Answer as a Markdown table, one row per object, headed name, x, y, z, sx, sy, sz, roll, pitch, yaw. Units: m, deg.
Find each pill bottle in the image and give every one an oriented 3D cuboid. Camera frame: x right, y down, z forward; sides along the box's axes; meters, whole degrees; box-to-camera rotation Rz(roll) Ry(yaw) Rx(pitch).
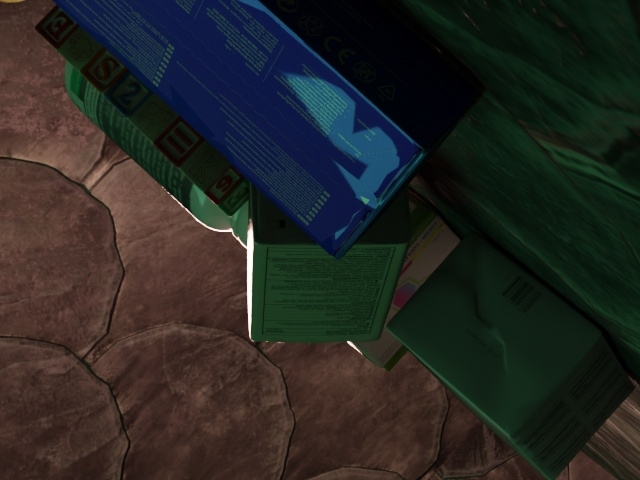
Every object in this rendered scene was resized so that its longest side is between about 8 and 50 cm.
| name | x | y | z | sx | sy | sz | roll | pitch | yaw |
| --- | --- | --- | --- | --- | --- | --- | --- | --- | --- |
| pill bottle | -0.129 | -0.141 | 1.643 | 0.361 | 0.204 | 0.204 | 42 | 178 | 21 |

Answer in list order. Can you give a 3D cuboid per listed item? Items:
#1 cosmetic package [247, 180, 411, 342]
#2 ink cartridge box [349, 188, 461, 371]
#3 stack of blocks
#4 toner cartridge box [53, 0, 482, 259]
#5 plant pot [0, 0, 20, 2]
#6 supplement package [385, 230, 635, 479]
| name | x | y | z | sx | sy | sz | roll | pitch | yaw |
| --- | --- | --- | --- | --- | --- | --- | --- | --- | --- |
| cosmetic package | 0.000 | 0.000 | 1.367 | 0.296 | 0.153 | 0.129 | 102 | 166 | -67 |
| ink cartridge box | 0.110 | 0.069 | 1.687 | 0.097 | 0.189 | 0.255 | 38 | 177 | 44 |
| stack of blocks | -0.147 | -0.189 | 1.444 | 0.297 | 0.171 | 0.087 | 43 | 178 | 23 |
| toner cartridge box | -0.067 | -0.157 | 0.931 | 0.348 | 0.075 | 0.165 | 43 | 147 | 3 |
| plant pot | -0.468 | -0.436 | 1.767 | 0.276 | 0.276 | 0.254 | 42 | -170 | 21 |
| supplement package | 0.214 | 0.130 | 1.476 | 0.194 | 0.149 | 0.203 | 41 | 178 | 31 |
